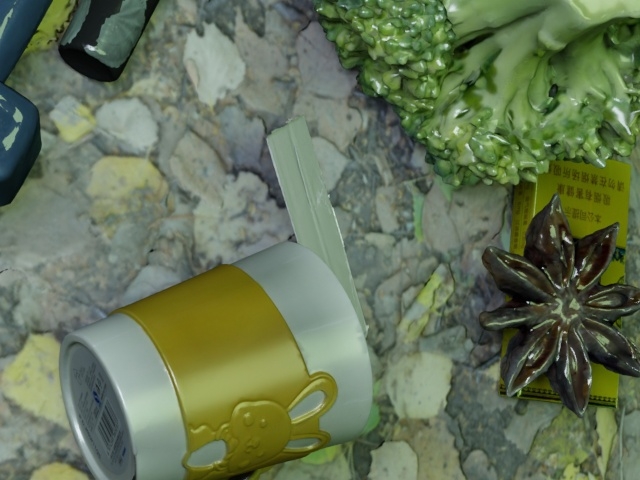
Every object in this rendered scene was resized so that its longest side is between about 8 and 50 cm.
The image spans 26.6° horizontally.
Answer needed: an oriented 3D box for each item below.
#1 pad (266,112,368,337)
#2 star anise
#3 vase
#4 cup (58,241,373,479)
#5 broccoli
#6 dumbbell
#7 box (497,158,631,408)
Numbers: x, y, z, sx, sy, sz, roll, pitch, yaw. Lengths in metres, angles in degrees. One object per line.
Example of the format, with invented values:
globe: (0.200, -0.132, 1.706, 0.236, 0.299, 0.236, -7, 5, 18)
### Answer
pad: (0.000, 0.000, 1.251, 0.156, 0.004, 0.232, -49, 123, -72)
star anise: (0.259, 0.080, 1.400, 0.262, 0.081, 0.230, 40, 66, -15)
vase: (-0.157, -0.239, 1.171, 0.060, 0.060, 0.211, 34, 69, -30)
cup: (-0.091, 0.137, 1.153, 0.226, 0.185, 0.241, -16, 129, -30)
broccoli: (0.164, -0.208, 1.289, 0.338, 0.317, 0.277, 38, 75, 14)
dumbbell: (-0.240, -0.192, 1.059, 0.325, 0.160, 0.144, -66, 153, -19)
box: (0.270, 0.039, 1.486, 0.153, 0.041, 0.279, 10, 81, -36)
